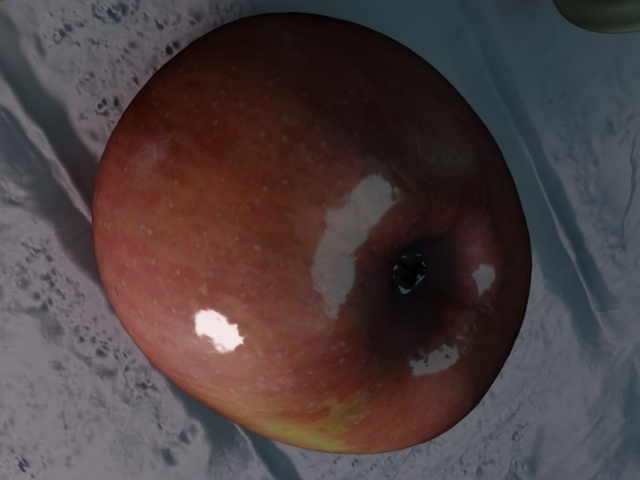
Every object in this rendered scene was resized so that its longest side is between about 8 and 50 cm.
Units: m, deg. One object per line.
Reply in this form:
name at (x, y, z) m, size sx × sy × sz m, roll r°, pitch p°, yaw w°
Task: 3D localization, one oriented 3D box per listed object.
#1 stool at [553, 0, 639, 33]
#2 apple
stool at (0.224, -0.283, 0.957) m, size 0.195 × 0.195 × 0.198 m, roll -48°, pitch 124°, yaw -11°
apple at (0.000, 0.000, 0.876) m, size 0.306 × 0.235 × 0.305 m, roll -11°, pitch 111°, yaw -31°
